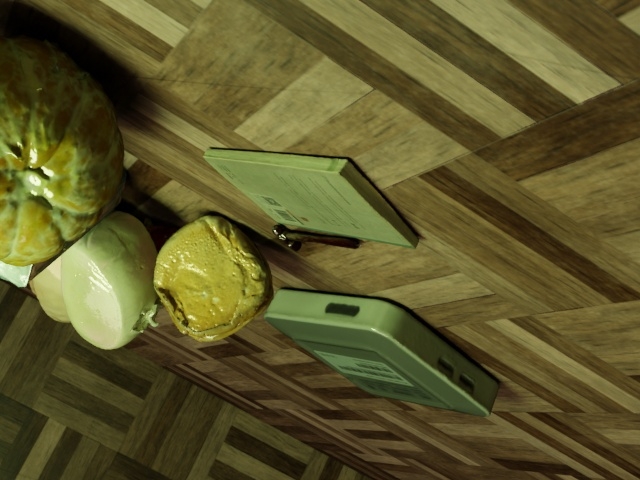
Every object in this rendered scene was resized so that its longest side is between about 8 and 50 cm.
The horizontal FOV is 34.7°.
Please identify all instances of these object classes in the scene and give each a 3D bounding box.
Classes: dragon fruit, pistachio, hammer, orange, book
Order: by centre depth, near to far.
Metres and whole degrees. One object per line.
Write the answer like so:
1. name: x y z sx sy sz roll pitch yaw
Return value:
1. orange: -0.430 -0.118 1.403 0.329 0.329 0.249 40 180 -37
2. book: -0.017 -0.062 1.483 0.282 0.025 0.215 10 157 41
3. hammer: 0.000 0.000 1.645 0.178 0.021 0.065 5 153 41
4. dragon fruit: -0.304 0.029 1.984 0.112 0.068 0.126 12 130 21
5. pistachio: -0.473 0.031 2.002 0.229 0.230 0.309 28 136 -6

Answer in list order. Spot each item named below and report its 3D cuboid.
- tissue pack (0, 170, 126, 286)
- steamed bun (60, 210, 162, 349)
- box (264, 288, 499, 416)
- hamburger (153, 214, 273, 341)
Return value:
1. tissue pack: -0.491 -0.066 1.682 0.227 0.316 0.103 24 121 6
2. steamed bun: -0.356 0.078 1.823 0.152 0.170 0.239 23 131 26
3. box: 0.115 0.223 1.989 0.373 0.090 0.367 39 158 -33
4. hamburger: -0.188 0.064 1.776 0.213 0.214 0.108 22 165 13
